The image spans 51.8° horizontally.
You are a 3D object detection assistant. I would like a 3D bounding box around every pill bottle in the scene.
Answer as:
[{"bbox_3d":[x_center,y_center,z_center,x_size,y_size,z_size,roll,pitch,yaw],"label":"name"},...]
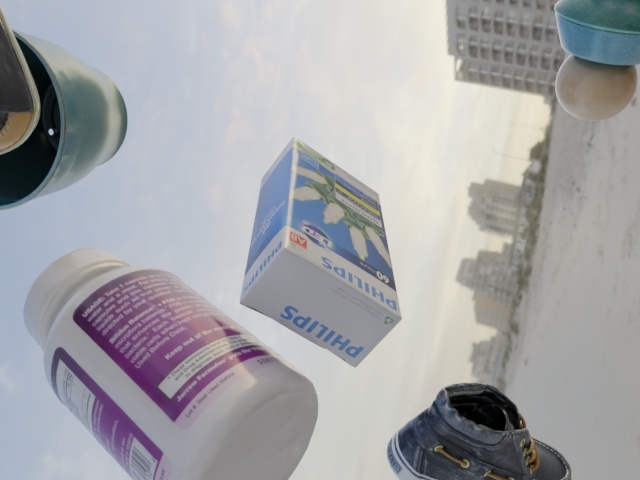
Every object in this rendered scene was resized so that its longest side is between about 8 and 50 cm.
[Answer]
[{"bbox_3d":[-0.161,0.127,0.650,0.169,0.301,0.169,-34,-40,-34],"label":"pill bottle"}]

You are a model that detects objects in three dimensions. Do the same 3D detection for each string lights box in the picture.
[{"bbox_3d":[0.000,0.000,0.698,0.077,0.133,0.259,-50,19,24],"label":"string lights box"}]

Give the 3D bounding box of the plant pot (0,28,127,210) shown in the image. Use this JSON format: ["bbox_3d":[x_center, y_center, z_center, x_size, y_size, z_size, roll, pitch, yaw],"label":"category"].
[{"bbox_3d":[-0.458,-0.200,1.068,0.255,0.272,0.271,-38,-40,-73],"label":"plant pot"}]

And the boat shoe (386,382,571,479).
[{"bbox_3d":[0.148,0.165,0.522,0.083,0.183,0.065,-57,31,32],"label":"boat shoe"}]

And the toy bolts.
[{"bbox_3d":[0.259,-0.126,0.442,0.218,0.228,0.158,-35,-41,-41],"label":"toy bolts"}]

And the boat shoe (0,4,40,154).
[{"bbox_3d":[-0.497,-0.329,0.752,0.156,0.187,0.500,-74,-39,-77],"label":"boat shoe"}]
